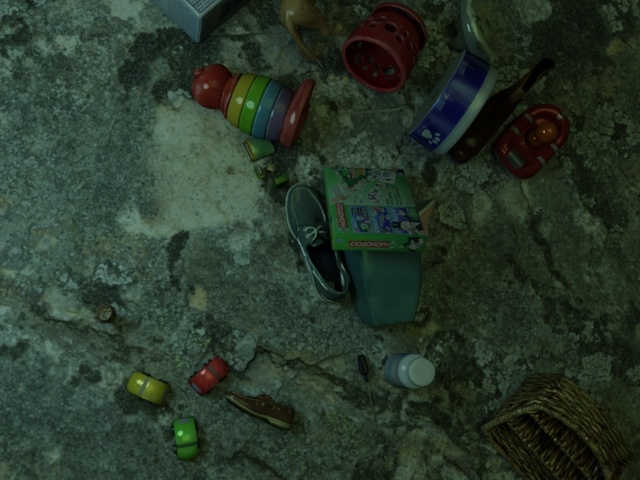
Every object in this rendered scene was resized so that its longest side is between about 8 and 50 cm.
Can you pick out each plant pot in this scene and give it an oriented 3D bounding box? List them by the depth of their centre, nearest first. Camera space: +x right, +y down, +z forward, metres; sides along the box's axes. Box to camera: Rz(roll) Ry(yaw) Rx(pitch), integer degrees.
[{"bbox_3d":[0.158,0.091,1.635,0.166,0.165,0.234,-7,88,-15],"label":"plant pot"},{"bbox_3d":[0.176,-0.520,1.726,0.191,0.191,0.174,33,70,-7],"label":"plant pot"}]

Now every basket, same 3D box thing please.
[{"bbox_3d":[0.604,0.513,1.641,0.223,0.213,0.299,-40,91,-18],"label":"basket"}]

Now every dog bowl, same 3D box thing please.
[{"bbox_3d":[0.342,-0.357,1.699,0.104,0.265,0.265,32,75,-4],"label":"dog bowl"}]

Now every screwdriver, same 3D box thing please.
[{"bbox_3d":[0.123,0.371,1.646,0.025,0.024,0.169,-18,86,12],"label":"screwdriver"}]

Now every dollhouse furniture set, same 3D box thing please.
[{"bbox_3d":[-0.137,-0.208,1.661,0.076,0.058,0.151,-25,87,-17],"label":"dollhouse furniture set"}]

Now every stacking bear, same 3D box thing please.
[{"bbox_3d":[-0.182,-0.352,1.632,0.289,0.175,0.164,21,69,0],"label":"stacking bear"}]

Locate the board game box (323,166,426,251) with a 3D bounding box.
[{"bbox_3d":[0.122,-0.084,1.589,0.214,0.046,0.317,1,35,-5],"label":"board game box"}]

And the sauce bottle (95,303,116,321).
[{"bbox_3d":[-0.484,0.167,1.473,0.042,0.128,0.042,2,80,-15],"label":"sauce bottle"}]

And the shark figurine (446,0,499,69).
[{"bbox_3d":[0.408,-0.604,1.850,0.166,0.116,0.278,-24,96,-50],"label":"shark figurine"}]

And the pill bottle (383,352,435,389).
[{"bbox_3d":[0.220,0.322,1.605,0.087,0.160,0.087,2,80,-14],"label":"pill bottle"}]

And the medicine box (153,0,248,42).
[{"bbox_3d":[-0.320,-0.709,1.654,0.289,0.149,0.263,44,73,-3],"label":"medicine box"}]

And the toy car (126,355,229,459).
[{"bbox_3d":[-0.318,0.397,1.514,0.239,0.053,0.225,-8,82,-15],"label":"toy car"}]

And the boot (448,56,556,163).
[{"bbox_3d":[0.476,-0.334,1.719,0.264,0.280,0.096,-41,92,-17],"label":"boot"}]

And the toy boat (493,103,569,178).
[{"bbox_3d":[0.606,-0.288,1.812,0.231,0.151,0.151,-44,93,-17],"label":"toy boat"}]

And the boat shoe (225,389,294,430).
[{"bbox_3d":[-0.142,0.395,1.557,0.178,0.064,0.060,29,70,-14],"label":"boat shoe"}]

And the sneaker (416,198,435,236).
[{"bbox_3d":[0.271,-0.050,1.744,0.134,0.051,0.070,-45,111,-26],"label":"sneaker"}]

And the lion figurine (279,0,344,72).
[{"bbox_3d":[-0.042,-0.651,1.669,0.240,0.142,0.392,22,63,-55],"label":"lion figurine"}]

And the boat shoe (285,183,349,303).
[{"bbox_3d":[0.000,0.000,1.638,0.116,0.099,0.319,-16,85,-16],"label":"boat shoe"}]
